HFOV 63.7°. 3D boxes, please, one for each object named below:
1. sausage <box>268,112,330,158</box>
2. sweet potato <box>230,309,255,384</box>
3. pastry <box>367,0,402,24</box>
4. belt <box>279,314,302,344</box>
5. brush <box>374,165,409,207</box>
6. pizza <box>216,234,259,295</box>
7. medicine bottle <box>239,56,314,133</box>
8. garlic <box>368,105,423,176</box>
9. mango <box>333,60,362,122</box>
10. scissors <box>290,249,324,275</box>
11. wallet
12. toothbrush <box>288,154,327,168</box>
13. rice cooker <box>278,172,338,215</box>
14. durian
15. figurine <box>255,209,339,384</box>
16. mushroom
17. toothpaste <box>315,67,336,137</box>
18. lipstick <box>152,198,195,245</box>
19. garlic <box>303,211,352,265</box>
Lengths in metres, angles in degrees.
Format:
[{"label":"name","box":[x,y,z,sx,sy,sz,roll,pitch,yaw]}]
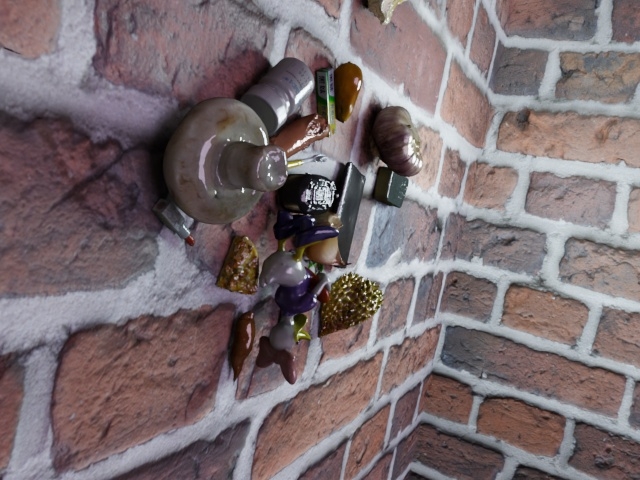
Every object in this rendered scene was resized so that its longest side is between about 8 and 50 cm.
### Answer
[{"label":"sausage","box":[-0.068,-0.243,1.248,0.326,0.079,0.087,-42,167,-44]},{"label":"sweet potato","box":[-0.196,0.266,1.277,0.056,0.056,0.195,2,105,-62]},{"label":"pastry","box":[0.211,-0.736,1.527,0.258,0.089,0.122,-54,148,-34]},{"label":"belt","box":[-0.080,0.185,1.452,0.071,0.053,0.232,-20,117,-54]},{"label":"brush","box":[0.264,-0.194,1.904,0.197,0.059,0.123,12,93,-62]},{"label":"pizza","box":[-0.185,0.077,1.214,0.134,0.046,0.175,-52,144,-38]},{"label":"medicine bottle","box":[-0.094,-0.322,1.139,0.168,0.104,0.105,-55,146,-35]},{"label":"garlic","box":[0.247,-0.323,1.720,0.245,0.160,0.245,52,25,-37]},{"label":"mango","box":[0.066,-0.413,1.422,0.105,0.084,0.160,-62,174,-56]},{"label":"scissors","box":[-0.041,0.077,1.500,0.204,0.027,0.101,54,51,-56]},{"label":"wallet","box":[0.072,-0.075,1.626,0.170,0.044,0.322,24,78,-63]},{"label":"toothbrush","box":[-0.062,-0.198,1.338,0.288,0.024,0.021,-26,125,-56]},{"label":"rice cooker","box":[-0.034,-0.120,1.342,0.165,0.106,0.112,-4,99,-47]},{"label":"durian","box":[0.117,0.202,1.728,0.261,0.186,0.154,-63,159,-50]},{"label":"figurine","box":[-0.073,0.137,1.295,0.193,0.154,0.422,-15,113,-45]},{"label":"mushroom","box":[-0.161,-0.141,0.970,0.243,0.243,0.244,-35,132,-51]},{"label":"toothpaste","box":[0.015,-0.370,1.389,0.043,0.037,0.179,-40,136,-46]},{"label":"lipstick","box":[-0.279,-0.029,1.009,0.030,0.030,0.129,-61,149,-26]},{"label":"garlic","box":[0.002,-0.008,1.460,0.207,0.128,0.115,73,-3,-53]}]
